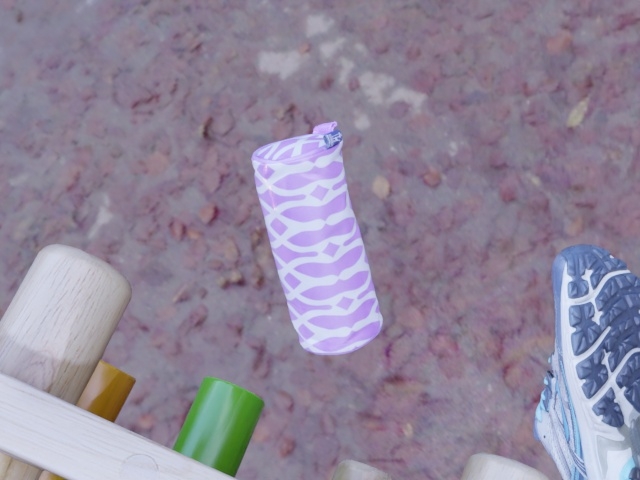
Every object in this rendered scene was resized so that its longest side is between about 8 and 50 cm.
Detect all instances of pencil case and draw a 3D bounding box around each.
[{"bbox_3d":[0.000,0.000,0.852,0.086,0.206,0.088,3,24,34],"label":"pencil case"}]

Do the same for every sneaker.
[{"bbox_3d":[0.235,0.144,0.858,0.122,0.110,0.283,-3,101,56],"label":"sneaker"}]

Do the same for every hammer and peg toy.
[{"bbox_3d":[0.000,0.142,0.424,0.361,0.266,0.127,26,71,-7],"label":"hammer and peg toy"}]
